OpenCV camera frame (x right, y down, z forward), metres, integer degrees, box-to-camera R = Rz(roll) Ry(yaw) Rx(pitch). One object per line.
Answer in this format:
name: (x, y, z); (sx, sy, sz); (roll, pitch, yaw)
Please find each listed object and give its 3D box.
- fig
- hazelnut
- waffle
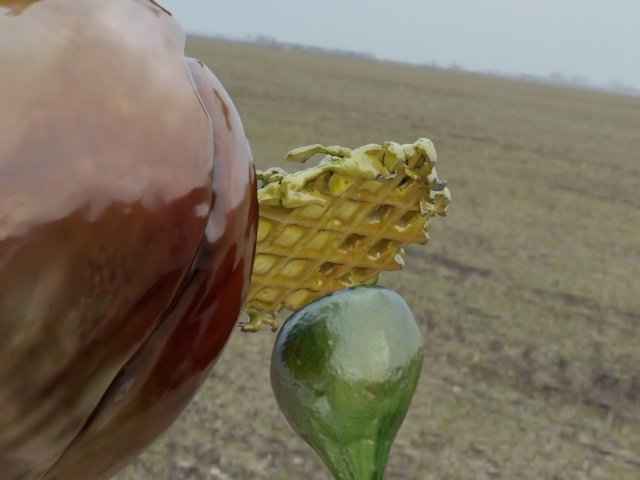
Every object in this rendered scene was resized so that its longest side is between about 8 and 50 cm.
fig: (0.029, 0.116, 0.997); (0.123, 0.156, 0.123); (-17, -24, -8)
hazelnut: (-0.200, 0.001, 0.868); (0.315, 0.372, 0.372); (1, 5, 22)
waffle: (0.002, 0.002, 1.216); (0.280, 0.262, 0.060); (-26, 60, -11)
